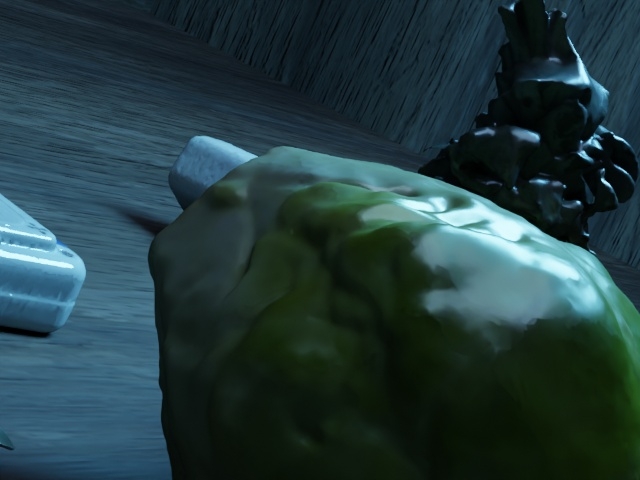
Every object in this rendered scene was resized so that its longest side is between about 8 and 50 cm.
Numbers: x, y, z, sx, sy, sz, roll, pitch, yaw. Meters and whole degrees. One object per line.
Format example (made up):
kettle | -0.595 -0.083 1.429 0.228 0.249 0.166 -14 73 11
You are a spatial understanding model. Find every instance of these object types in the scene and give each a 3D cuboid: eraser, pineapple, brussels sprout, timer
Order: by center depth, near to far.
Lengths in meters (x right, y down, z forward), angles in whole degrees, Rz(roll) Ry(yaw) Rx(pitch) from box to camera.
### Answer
brussels sprout | 0.047 0.078 1.021 0.316 0.242 0.274 29 32 -3
pineapple | 0.110 0.011 1.260 0.223 0.357 0.223 21 11 -4
timer | -0.288 -0.017 1.261 0.178 0.078 0.253 32 11 37
eraser | 0.000 0.000 1.760 0.270 0.095 0.174 25 -8 43

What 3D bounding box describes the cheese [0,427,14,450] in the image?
cheese | -0.222 0.086 1.005 0.121 0.026 0.067 17 12 -40
